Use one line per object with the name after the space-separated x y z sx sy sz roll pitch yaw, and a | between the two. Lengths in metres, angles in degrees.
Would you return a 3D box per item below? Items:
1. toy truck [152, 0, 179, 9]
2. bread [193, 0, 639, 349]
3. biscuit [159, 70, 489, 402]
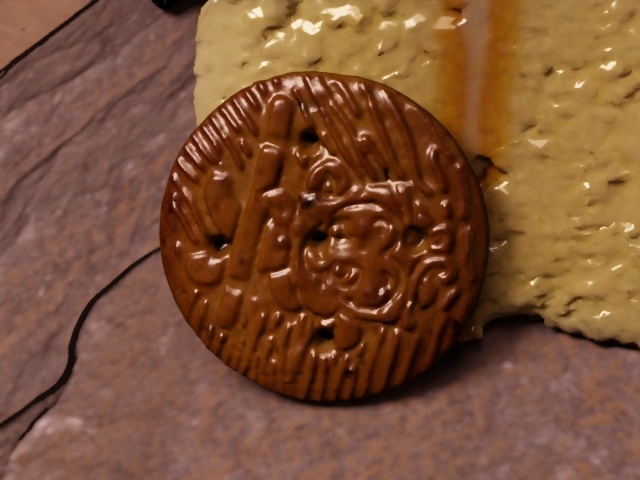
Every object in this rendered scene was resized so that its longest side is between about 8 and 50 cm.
-0.126 -0.285 1.128 0.127 0.127 0.257 -31 57 -11 | toy truck
0.153 -0.112 0.994 0.346 0.242 0.405 6 23 23 | bread
0.000 0.001 0.872 0.188 0.188 0.027 -3 11 12 | biscuit
